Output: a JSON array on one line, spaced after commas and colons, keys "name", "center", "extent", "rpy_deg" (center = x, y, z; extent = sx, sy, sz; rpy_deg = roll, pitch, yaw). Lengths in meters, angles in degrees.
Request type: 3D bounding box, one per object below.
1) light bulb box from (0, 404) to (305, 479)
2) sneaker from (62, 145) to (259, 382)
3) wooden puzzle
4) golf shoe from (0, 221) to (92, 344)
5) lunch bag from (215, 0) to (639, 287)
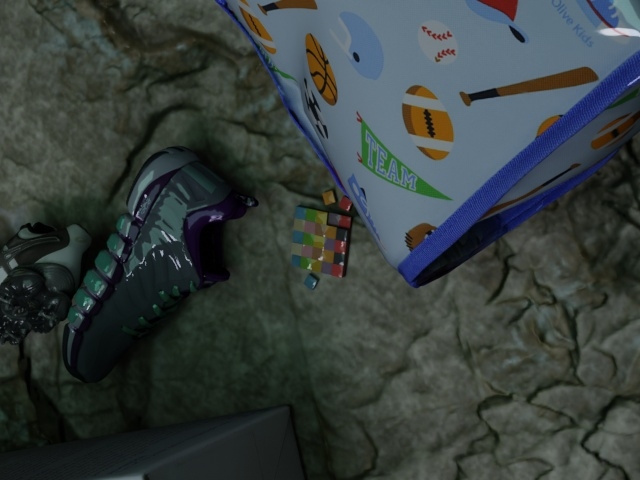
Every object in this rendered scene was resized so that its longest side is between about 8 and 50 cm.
[{"name": "light bulb box", "center": [-0.186, 0.348, 1.341], "extent": [0.361, 0.225, 0.357], "rpy_deg": [-13, 90, 30]}, {"name": "sneaker", "center": [-0.134, 0.038, 1.350], "extent": [0.098, 0.083, 0.223], "rpy_deg": [32, 112, 17]}, {"name": "wooden puzzle", "center": [0.000, 0.000, 1.307], "extent": [0.049, 0.006, 0.083], "rpy_deg": [13, 104, 28]}, {"name": "golf shoe", "center": [-0.258, 0.034, 1.434], "extent": [0.077, 0.094, 0.198], "rpy_deg": [43, 150, -27]}, {"name": "lunch bag", "center": [0.086, -0.180, 1.092], "extent": [0.327, 0.239, 0.385], "rpy_deg": [57, 142, 10]}]
